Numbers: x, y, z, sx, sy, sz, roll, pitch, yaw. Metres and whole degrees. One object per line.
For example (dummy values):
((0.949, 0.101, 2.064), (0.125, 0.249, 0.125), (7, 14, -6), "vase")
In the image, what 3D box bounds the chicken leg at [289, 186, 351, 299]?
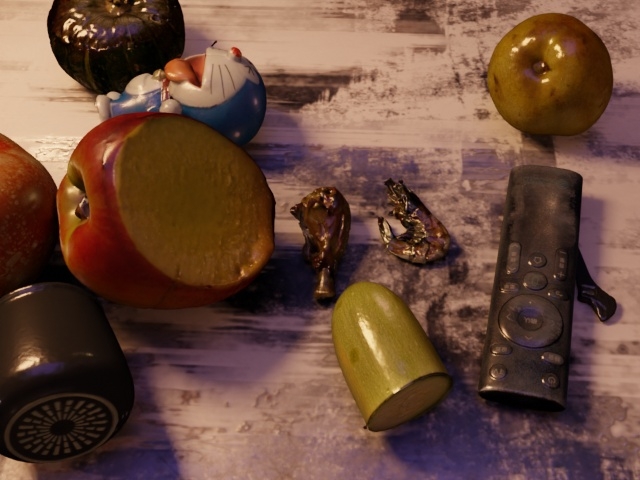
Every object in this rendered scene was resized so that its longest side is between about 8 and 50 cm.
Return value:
((0.000, 0.000, 1.065), (0.093, 0.070, 0.178), (11, 62, -23), "chicken leg")

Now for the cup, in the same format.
((-0.335, 0.155, 0.877), (0.223, 0.169, 0.177), (-13, 48, -15), "cup")

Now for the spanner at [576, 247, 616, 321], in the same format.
((0.361, 0.025, 1.072), (0.046, 0.012, 0.209), (-7, 52, -6), "spanner")

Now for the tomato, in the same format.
((-0.474, -0.015, 0.981), (0.270, 0.223, 0.270), (8, 33, -5), "tomato")

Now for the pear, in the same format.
((0.355, -0.256, 1.184), (0.199, 0.200, 0.200), (0, 52, 0), "pear")

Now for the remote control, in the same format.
((0.289, 0.048, 1.028), (0.107, 0.044, 0.378), (6, 53, 17), "remote control")

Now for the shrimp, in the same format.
((0.121, -0.031, 1.104), (0.091, 0.034, 0.161), (-21, 56, -15), "shrimp")

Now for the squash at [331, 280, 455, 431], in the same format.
((0.075, 0.125, 0.930), (0.123, 0.123, 0.187), (-16, 54, -12), "squash")

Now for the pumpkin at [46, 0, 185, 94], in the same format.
((-0.342, -0.357, 1.283), (0.237, 0.159, 0.238), (3, 49, -3), "pumpkin")

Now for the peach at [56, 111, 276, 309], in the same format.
((-0.193, -0.037, 0.987), (0.274, 0.249, 0.245), (13, 7, -31), "peach")

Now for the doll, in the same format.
((-0.212, -0.217, 1.179), (0.256, 0.161, 0.215), (-7, 27, -1), "doll")
